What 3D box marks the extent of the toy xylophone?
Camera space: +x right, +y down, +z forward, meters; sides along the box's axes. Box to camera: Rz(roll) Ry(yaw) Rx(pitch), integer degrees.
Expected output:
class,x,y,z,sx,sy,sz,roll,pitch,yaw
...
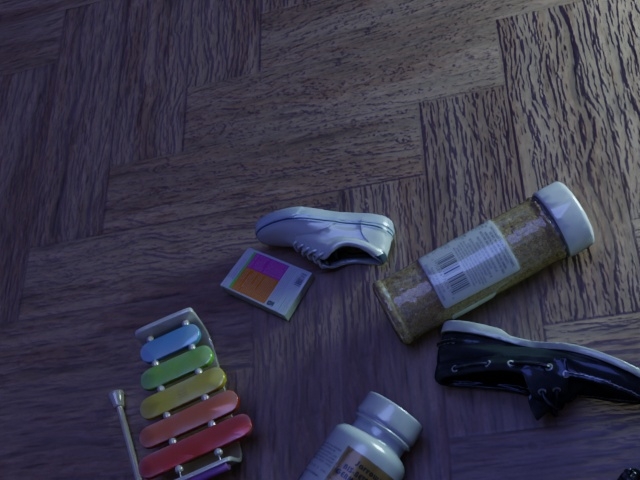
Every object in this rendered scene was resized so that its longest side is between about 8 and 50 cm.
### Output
class,x,y,z,sx,sy,sz,roll,pitch,yaw
toy xylophone,-0.250,0.288,1.623,0.236,0.081,0.322,-31,55,1

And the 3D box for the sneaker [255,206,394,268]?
class,x,y,z,sx,sy,sz,roll,pitch,yaw
sneaker,0.000,0.000,1.691,0.258,0.094,0.091,0,57,19

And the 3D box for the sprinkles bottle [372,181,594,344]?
class,x,y,z,sx,sy,sz,roll,pitch,yaw
sprinkles bottle,0.264,0.038,1.558,0.355,0.121,0.121,-29,56,2

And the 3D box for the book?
class,x,y,z,sx,sy,sz,roll,pitch,yaw
book,-0.095,0.076,1.720,0.144,0.035,0.096,22,67,29

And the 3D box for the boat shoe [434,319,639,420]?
class,x,y,z,sx,sy,sz,roll,pitch,yaw
boat shoe,0.324,0.212,1.433,0.340,0.127,0.113,13,68,28

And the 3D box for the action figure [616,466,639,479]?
class,x,y,z,sx,sy,sz,roll,pitch,yaw
action figure,0.529,0.263,1.324,0.164,0.141,0.275,35,93,34

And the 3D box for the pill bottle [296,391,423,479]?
class,x,y,z,sx,sy,sz,roll,pitch,yaw
pill bottle,0.052,0.352,1.445,0.131,0.131,0.229,28,73,31
